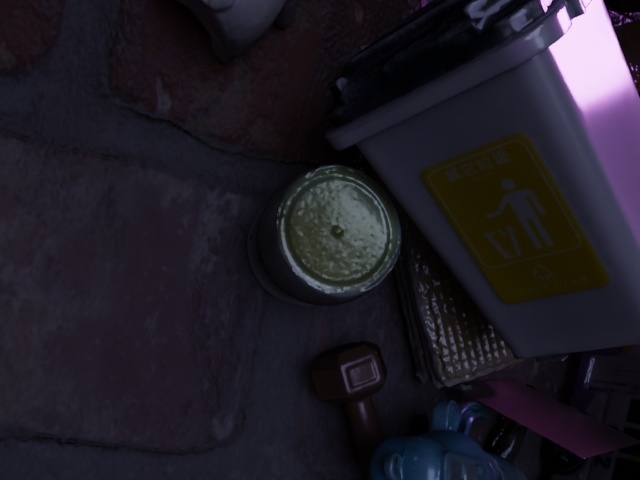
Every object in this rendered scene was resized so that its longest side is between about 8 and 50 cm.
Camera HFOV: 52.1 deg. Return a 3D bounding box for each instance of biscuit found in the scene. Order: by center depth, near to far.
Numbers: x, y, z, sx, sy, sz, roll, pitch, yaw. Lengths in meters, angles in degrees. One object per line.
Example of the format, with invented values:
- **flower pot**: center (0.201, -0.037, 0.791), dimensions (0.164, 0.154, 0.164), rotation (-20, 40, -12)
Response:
- **biscuit**: center (0.141, -0.037, 0.813), dimensions (0.144, 0.078, 0.425), rotation (-13, 87, -21)

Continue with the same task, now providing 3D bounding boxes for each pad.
- **pad**: center (0.258, 0.199, 0.761), dimensions (0.113, 0.188, 0.006), rotation (3, 101, -34)

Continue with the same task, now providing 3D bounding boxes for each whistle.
- **whistle**: center (0.152, 0.260, 0.708), dimensions (0.274, 0.093, 0.186), rotation (29, 57, -42)

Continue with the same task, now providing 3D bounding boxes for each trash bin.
- **trash bin**: center (0.220, -0.090, 0.674), dimensions (0.367, 0.256, 0.296), rotation (56, 44, -13)

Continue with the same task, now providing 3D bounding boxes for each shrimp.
- **shrimp**: center (0.190, 0.241, 0.823), dimensions (0.148, 0.035, 0.195), rotation (36, 74, -10)

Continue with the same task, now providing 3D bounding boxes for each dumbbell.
- **dumbbell**: center (0.056, 0.233, 0.747), dimensions (0.092, 0.082, 0.230), rotation (-16, 89, -20)

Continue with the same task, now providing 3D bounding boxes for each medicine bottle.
- **medicine bottle**: center (0.000, 0.000, 0.722), dimensions (0.147, 0.143, 0.147), rotation (3, 79, -18)

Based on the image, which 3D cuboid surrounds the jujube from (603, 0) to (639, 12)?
- **jujube**: center (0.365, -0.469, 0.858), dimensions (0.377, 0.258, 0.258), rotation (29, 75, -9)

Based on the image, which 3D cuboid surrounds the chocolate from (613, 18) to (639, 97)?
- **chocolate**: center (0.341, -0.212, 0.895), dimensions (0.321, 0.112, 0.111), rotation (-21, 83, -21)

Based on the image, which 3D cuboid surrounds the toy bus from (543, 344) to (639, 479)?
- **toy bus**: center (0.453, 0.214, 0.803), dimensions (0.209, 0.249, 0.439), rotation (25, 75, -15)

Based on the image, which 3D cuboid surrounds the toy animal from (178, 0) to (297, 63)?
- **toy animal**: center (-0.053, -0.330, 0.756), dimensions (0.140, 0.138, 0.282), rotation (48, 63, -17)
